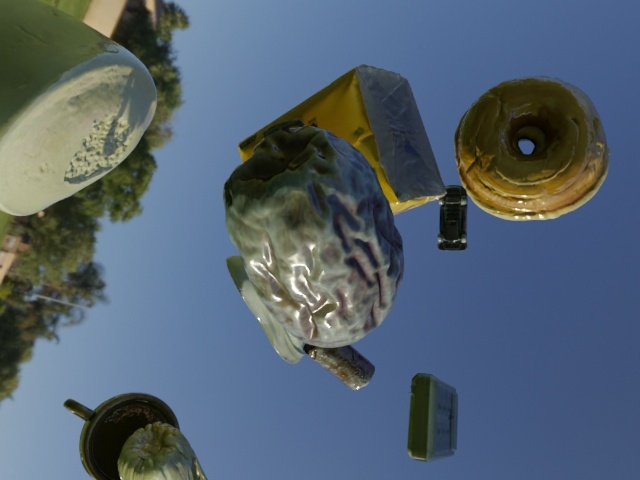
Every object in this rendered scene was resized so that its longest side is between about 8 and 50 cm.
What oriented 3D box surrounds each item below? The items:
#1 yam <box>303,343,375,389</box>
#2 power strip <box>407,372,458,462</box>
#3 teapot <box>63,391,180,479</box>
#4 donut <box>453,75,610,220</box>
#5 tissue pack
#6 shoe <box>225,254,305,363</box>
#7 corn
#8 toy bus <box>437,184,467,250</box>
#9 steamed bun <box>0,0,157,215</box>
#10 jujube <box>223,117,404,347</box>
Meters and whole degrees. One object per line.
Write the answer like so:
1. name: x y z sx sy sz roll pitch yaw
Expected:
1. yam: 0.037 0.242 1.105 0.079 0.141 0.079 -50 -174 7
2. power strip: 0.116 0.178 0.535 0.028 0.169 0.076 -1 -108 21
3. teapot: -0.403 0.398 1.093 0.175 0.267 0.185 -33 -158 57
4. donut: 0.604 -0.270 1.556 0.449 0.198 0.449 -5 -105 18
5. tissue pack: 0.032 -0.156 1.179 0.382 0.228 0.293 -22 -99 39
6. shoe: -0.070 0.123 1.142 0.159 0.316 0.124 -32 -140 -4
7. corn: -0.270 0.446 0.967 0.122 0.123 0.305 37 -34 41
8. toy bus: 0.358 -0.059 1.440 0.079 0.077 0.174 1 -91 24
9. steamed bun: -0.590 -0.302 1.078 0.456 0.371 0.290 -53 173 -40
10. jujube: 0.000 0.000 0.738 0.226 0.317 0.226 -15 -144 11
